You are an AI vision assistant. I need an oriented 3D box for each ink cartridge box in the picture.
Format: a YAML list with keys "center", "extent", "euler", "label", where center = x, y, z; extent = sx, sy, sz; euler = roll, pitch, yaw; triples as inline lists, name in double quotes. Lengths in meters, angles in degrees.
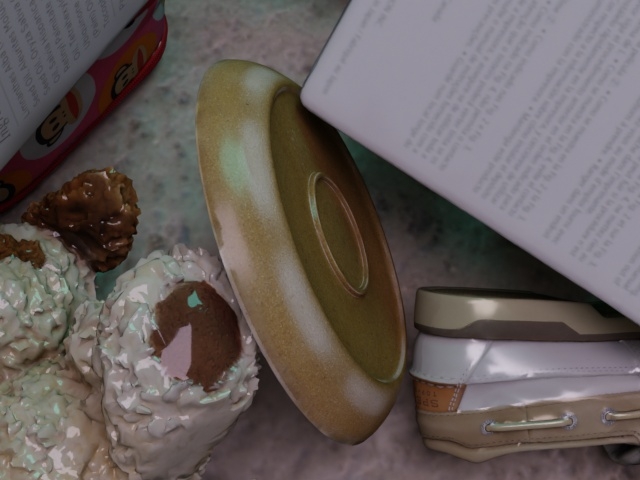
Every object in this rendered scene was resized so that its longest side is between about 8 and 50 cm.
- center: [0.224, -0.109, 0.619]
  extent: [0.385, 0.091, 0.308]
  euler: [33, 112, 4]
  label: "ink cartridge box"

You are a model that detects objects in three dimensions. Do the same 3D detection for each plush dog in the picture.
- center: [-0.173, 0.081, 0.654]
  extent: [0.262, 0.211, 0.225]
  euler: [-28, 58, -11]
  label: "plush dog"

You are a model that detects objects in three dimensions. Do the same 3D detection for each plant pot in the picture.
- center: [0.000, 0.000, 0.662]
  extent: [0.032, 0.236, 0.236]
  euler: [-21, 73, 18]
  label: "plant pot"

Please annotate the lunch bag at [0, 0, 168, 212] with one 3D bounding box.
- center: [-0.249, -0.186, 0.744]
  extent: [0.293, 0.120, 0.258]
  euler: [38, 71, 6]
  label: "lunch bag"

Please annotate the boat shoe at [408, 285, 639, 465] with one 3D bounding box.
- center: [0.202, 0.092, 0.728]
  extent: [0.302, 0.113, 0.103]
  euler: [5, 92, -8]
  label: "boat shoe"

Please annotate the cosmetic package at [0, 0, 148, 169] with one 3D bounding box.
- center: [-0.270, -0.114, 0.556]
  extent: [0.230, 0.161, 0.453]
  euler: [30, 68, 12]
  label: "cosmetic package"
